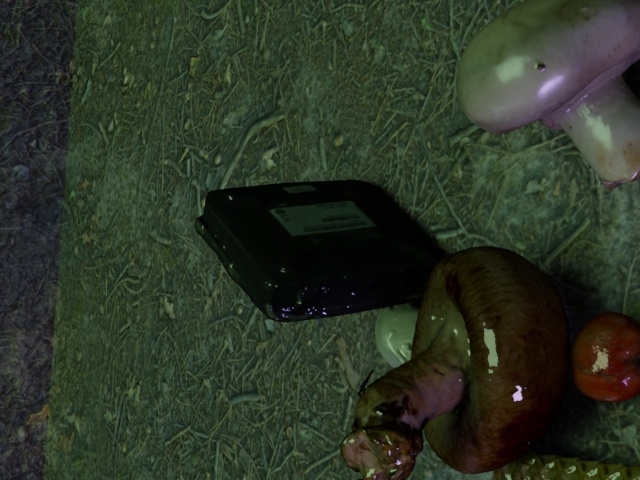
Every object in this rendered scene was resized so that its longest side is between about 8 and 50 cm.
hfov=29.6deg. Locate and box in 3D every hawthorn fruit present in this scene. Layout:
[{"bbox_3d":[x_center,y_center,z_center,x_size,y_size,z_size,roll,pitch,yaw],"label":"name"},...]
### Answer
[{"bbox_3d":[0.396,0.157,1.629,0.128,0.128,0.128,-13,74,57],"label":"hawthorn fruit"}]

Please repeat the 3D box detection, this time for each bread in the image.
[{"bbox_3d":[0.371,0.344,1.671,0.368,0.077,0.084,-6,80,57],"label":"bread"}]

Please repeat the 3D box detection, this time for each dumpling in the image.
[{"bbox_3d":[0.141,0.176,2.055,0.134,0.100,0.169,90,155,-57],"label":"dumpling"}]

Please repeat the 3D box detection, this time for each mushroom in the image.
[{"bbox_3d":[0.186,0.191,1.739,0.331,0.356,0.334,75,180,-58],"label":"mushroom"},{"bbox_3d":[0.348,-0.203,1.667,0.292,0.292,0.290,-33,87,52],"label":"mushroom"}]

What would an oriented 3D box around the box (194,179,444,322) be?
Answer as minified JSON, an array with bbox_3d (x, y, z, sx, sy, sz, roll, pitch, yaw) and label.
[{"bbox_3d":[0.000,0.000,2.060,0.350,0.359,0.091,50,138,48],"label":"box"}]
